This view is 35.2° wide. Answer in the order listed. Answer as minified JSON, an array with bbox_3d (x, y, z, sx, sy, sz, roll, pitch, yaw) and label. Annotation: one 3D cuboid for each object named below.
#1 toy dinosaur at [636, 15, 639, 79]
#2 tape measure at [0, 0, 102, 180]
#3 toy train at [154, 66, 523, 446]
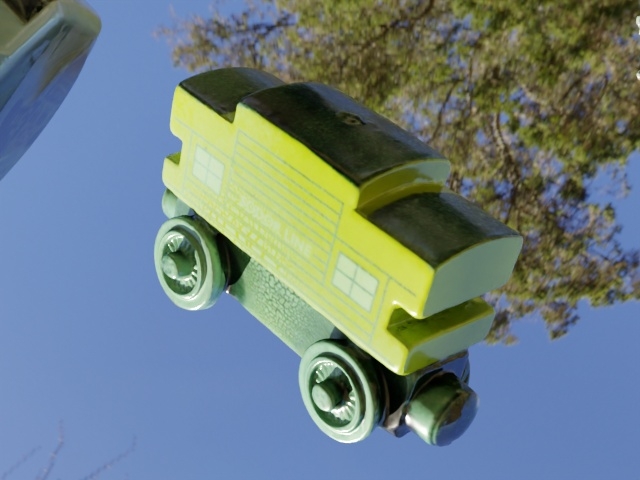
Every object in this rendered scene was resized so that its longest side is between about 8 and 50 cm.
[{"bbox_3d":[0.492,-0.263,1.309,0.053,0.242,0.167,12,-89,46],"label":"toy dinosaur"},{"bbox_3d":[-0.295,-0.133,0.807,0.138,0.259,0.262,39,-86,-5],"label":"tape measure"},{"bbox_3d":[0.000,0.000,0.992,0.179,0.272,0.442,-16,-138,-42],"label":"toy train"}]
